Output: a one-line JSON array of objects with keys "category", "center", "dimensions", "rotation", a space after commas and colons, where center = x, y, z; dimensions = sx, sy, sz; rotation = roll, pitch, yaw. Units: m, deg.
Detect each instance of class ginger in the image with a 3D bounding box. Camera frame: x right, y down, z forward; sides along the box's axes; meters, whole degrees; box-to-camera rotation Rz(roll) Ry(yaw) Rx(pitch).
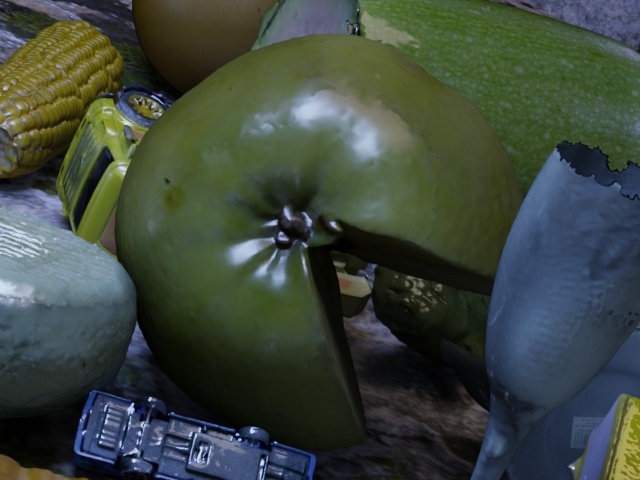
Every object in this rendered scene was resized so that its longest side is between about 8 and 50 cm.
[{"category": "ginger", "center": [0.106, 0.043, 1.395], "dimensions": [0.137, 0.089, 0.290], "rotation": [58, 17, -10]}]

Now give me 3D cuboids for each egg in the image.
[{"category": "egg", "center": [-0.088, -0.273, 1.801], "dimensions": [0.250, 0.250, 0.322], "rotation": [23, 24, 3]}]

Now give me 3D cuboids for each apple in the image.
[{"category": "apple", "center": [0.000, 0.000, 1.103], "dimensions": [0.292, 0.292, 0.254], "rotation": [25, -2, 9]}]

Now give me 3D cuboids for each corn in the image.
[{"category": "corn", "center": [-0.258, -0.135, 1.479], "dimensions": [0.106, 0.106, 0.305], "rotation": [21, 20, 0]}]

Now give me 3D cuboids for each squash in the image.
[{"category": "squash", "center": [0.129, -0.122, 1.616], "dimensions": [0.384, 0.263, 0.263], "rotation": [10, 23, -28]}]

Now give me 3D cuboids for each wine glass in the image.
[{"category": "wine glass", "center": [0.198, 0.129, 0.948], "dimensions": [0.264, 0.309, 0.096], "rotation": [25, 19, 8]}]

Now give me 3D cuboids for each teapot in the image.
[{"category": "teapot", "center": [0.208, 0.129, 1.221], "dimensions": [0.239, 0.162, 0.149], "rotation": [18, 8, -12]}]

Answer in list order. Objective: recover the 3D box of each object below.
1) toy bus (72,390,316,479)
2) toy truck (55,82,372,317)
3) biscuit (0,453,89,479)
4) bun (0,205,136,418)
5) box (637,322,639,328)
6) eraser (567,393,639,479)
[{"category": "toy bus", "center": [-0.082, 0.140, 1.001], "dimensions": [0.153, 0.061, 0.051], "rotation": [17, 64, -11]}, {"category": "toy truck", "center": [-0.078, -0.016, 1.334], "dimensions": [0.272, 0.124, 0.157], "rotation": [16, 30, -25]}, {"category": "biscuit", "center": [-0.102, 0.184, 0.905], "dimensions": [0.224, 0.033, 0.144], "rotation": [17, 19, -9]}, {"category": "bun", "center": [-0.219, 0.049, 1.012], "dimensions": [0.195, 0.118, 0.195], "rotation": [20, 14, -5]}, {"category": "box", "center": [0.259, 0.094, 1.427], "dimensions": [0.172, 0.092, 0.124], "rotation": [21, 20, 0]}, {"category": "eraser", "center": [0.274, 0.216, 1.074], "dimensions": [0.226, 0.069, 0.158], "rotation": [24, 50, 1]}]
